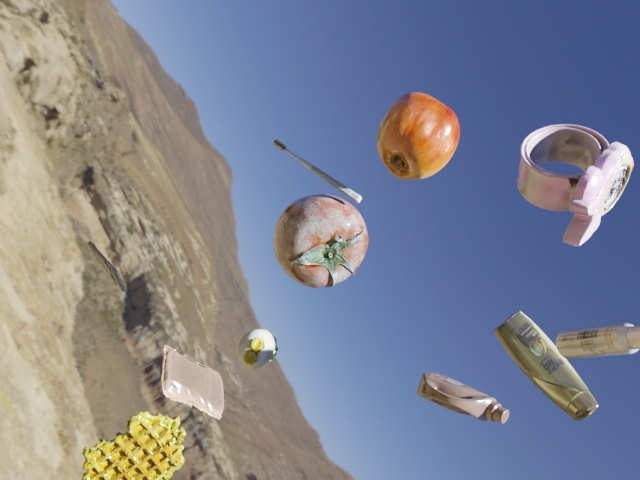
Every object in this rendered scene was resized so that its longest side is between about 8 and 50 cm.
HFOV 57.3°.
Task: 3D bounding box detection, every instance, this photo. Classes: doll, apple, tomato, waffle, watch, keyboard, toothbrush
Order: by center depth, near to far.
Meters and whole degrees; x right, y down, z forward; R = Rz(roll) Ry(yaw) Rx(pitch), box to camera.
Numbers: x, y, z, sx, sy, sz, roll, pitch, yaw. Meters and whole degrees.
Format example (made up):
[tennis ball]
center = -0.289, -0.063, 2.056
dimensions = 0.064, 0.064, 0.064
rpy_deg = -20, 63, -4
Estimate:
[watch]
center = 0.534, -0.132, 1.287
dimensions = 0.218, 0.248, 0.210
rpy_deg = 31, -29, 35
[keyboard]
center = -0.533, 0.062, 1.457
dimensions = 0.204, 0.013, 0.061
rpy_deg = 31, -38, 46
[waffle]
center = -0.494, 0.572, 1.572
dimensions = 0.051, 0.291, 0.291
rpy_deg = 37, -30, 59
[apple]
center = 0.293, -0.316, 1.803
dimensions = 0.242, 0.241, 0.242
rpy_deg = 28, -18, 10
[toothbrush]
center = -0.012, -0.224, 1.869
dimensions = 0.342, 0.025, 0.030
rpy_deg = 36, -1, 6
[tomato]
center = 0.000, 0.000, 1.935
dimensions = 0.282, 0.317, 0.316
rpy_deg = -131, -161, -61
[doll]
center = -0.199, 0.374, 2.012
dimensions = 0.117, 0.141, 0.296
rpy_deg = 20, -5, 18

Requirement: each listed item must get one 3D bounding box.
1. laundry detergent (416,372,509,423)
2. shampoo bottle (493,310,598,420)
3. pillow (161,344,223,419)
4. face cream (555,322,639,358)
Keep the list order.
[laundry detergent]
center = 0.380, 0.435, 1.601
dimensions = 0.171, 0.076, 0.237
rpy_deg = 18, 0, -45
[shampoo bottle]
center = 0.676, 0.378, 1.760
dimensions = 0.350, 0.126, 0.084
rpy_deg = 52, -13, 15
[pillow]
center = -0.300, 0.339, 1.389
dimensions = 0.211, 0.034, 0.135
rpy_deg = 44, 22, -41
[face cream]
center = 0.739, 0.259, 1.519
dimensions = 0.081, 0.082, 0.269
rpy_deg = 63, -28, 2
